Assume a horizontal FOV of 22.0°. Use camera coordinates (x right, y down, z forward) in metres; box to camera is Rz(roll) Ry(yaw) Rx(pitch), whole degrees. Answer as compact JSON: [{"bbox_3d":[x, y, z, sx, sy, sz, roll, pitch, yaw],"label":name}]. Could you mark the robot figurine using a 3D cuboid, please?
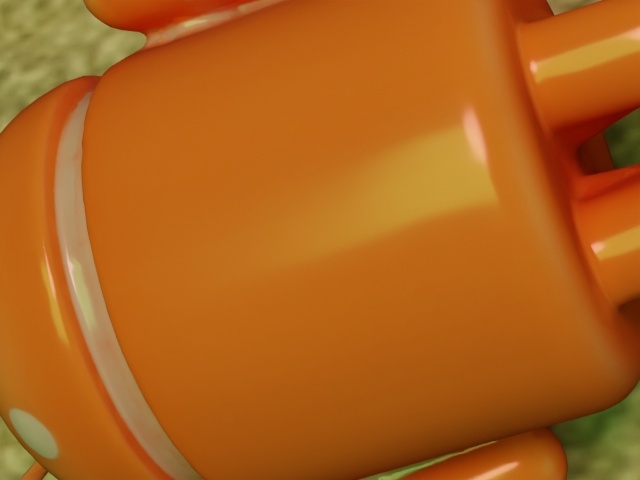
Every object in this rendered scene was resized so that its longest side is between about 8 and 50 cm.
[{"bbox_3d":[0.000,0.002,0.429,0.219,0.158,0.128,-17,43,19],"label":"robot figurine"}]
